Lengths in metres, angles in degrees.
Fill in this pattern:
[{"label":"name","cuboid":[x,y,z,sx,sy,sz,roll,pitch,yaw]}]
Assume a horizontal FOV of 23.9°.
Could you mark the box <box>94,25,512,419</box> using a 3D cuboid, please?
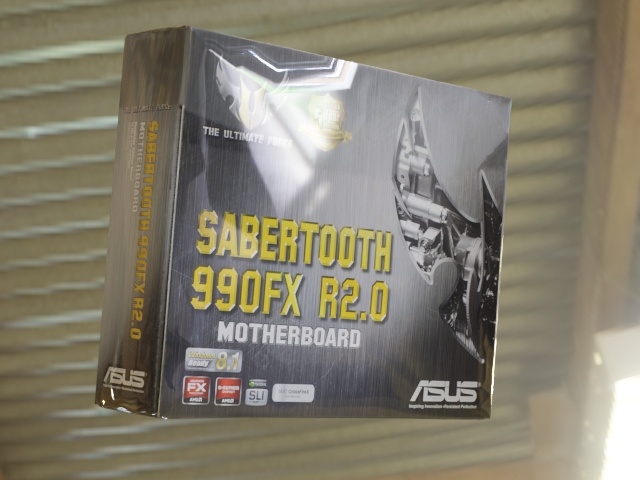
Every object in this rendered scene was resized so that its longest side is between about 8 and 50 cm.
[{"label":"box","cuboid":[0.000,0.000,0.781,0.231,0.183,0.056,7,-3,-42]}]
